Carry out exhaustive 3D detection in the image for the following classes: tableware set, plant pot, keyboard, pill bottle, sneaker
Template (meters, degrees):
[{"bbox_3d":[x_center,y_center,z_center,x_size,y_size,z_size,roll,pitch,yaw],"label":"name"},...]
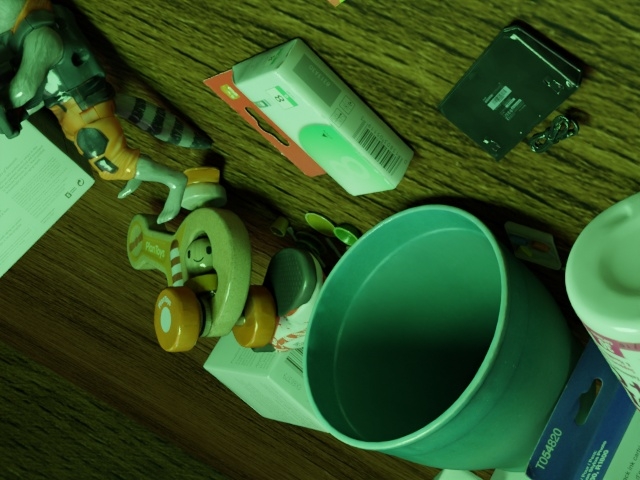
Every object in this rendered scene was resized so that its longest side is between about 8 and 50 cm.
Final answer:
[{"bbox_3d":[0.000,0.000,1.557,0.154,0.024,0.104,15,152,38],"label":"tableware set"},{"bbox_3d":[0.164,0.137,1.330,0.255,0.272,0.271,32,163,-39],"label":"plant pot"},{"bbox_3d":[0.176,-0.121,1.063,0.108,0.023,0.180,40,159,0],"label":"keyboard"},{"bbox_3d":[0.347,0.096,1.096,0.160,0.160,0.283,10,149,44],"label":"pill bottle"},{"bbox_3d":[-0.001,0.078,1.609,0.145,0.090,0.270,-2,156,-18],"label":"sneaker"}]

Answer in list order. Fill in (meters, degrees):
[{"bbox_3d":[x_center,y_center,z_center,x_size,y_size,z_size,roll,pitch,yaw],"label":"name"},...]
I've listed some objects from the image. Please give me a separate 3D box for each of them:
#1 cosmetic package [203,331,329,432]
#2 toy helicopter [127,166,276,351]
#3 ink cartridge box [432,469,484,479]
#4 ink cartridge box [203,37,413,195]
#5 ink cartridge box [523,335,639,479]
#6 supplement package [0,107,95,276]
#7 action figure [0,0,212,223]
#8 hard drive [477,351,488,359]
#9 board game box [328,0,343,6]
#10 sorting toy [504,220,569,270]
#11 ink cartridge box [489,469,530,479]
[{"bbox_3d":[-0.046,0.181,1.832,0.151,0.151,0.183,45,157,-28],"label":"cosmetic package"},{"bbox_3d":[-0.187,0.006,1.631,0.140,0.235,0.355,0,-171,-30],"label":"toy helicopter"},{"bbox_3d":[0.263,0.531,1.620,0.395,0.285,0.166,32,164,7],"label":"ink cartridge box"},{"bbox_3d":[-0.028,-0.120,1.305,0.181,0.056,0.224,42,155,-21],"label":"ink cartridge box"},{"bbox_3d":[0.353,0.208,1.244,0.224,0.223,0.045,33,158,-3],"label":"ink cartridge box"},{"bbox_3d":[-0.476,-0.125,1.629,0.262,0.199,0.198,44,-176,-26],"label":"supplement package"},{"bbox_3d":[-0.304,-0.192,1.473,0.330,0.178,0.341,51,-177,-25],"label":"action figure"},{"bbox_3d":[0.136,0.167,1.625,0.203,0.040,0.307,13,160,-5],"label":"hard drive"},{"bbox_3d":[-0.025,-0.277,0.975,0.181,0.043,0.092,39,158,-15],"label":"board game box"},{"bbox_3d":[0.235,0.011,1.271,0.083,0.012,0.062,20,155,31],"label":"sorting toy"},{"bbox_3d":[0.414,0.366,1.620,0.307,0.129,0.223,36,159,-9],"label":"ink cartridge box"}]
